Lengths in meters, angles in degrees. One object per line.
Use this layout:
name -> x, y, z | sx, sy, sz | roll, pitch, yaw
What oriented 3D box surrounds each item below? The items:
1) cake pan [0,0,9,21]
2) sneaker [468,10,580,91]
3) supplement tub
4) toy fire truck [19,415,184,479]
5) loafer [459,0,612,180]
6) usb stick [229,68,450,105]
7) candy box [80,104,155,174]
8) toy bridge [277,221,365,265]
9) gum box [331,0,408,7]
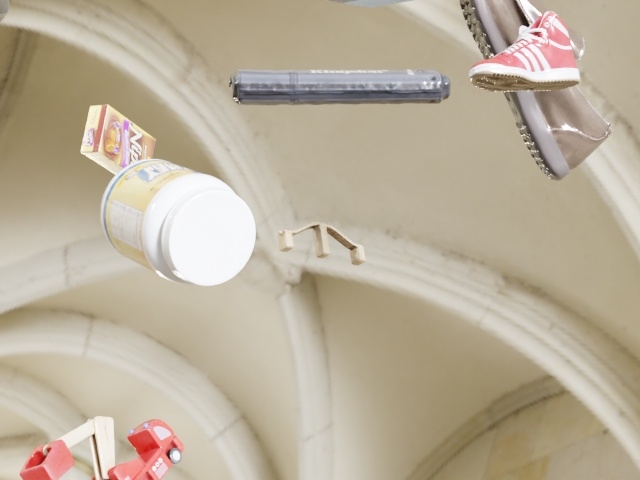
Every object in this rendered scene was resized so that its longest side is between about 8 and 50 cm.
cake pan -> -0.692, -0.512, 1.908 | 0.054, 0.293, 0.293 | -34, -64, 11
sneaker -> 0.177, -0.169, 0.903 | 0.118, 0.067, 0.042 | -4, -7, -31
supplement tub -> -0.187, -0.023, 1.333 | 0.199, 0.144, 0.144 | 20, -31, 53
toy fire truck -> -0.252, 0.258, 1.210 | 0.047, 0.192, 0.135 | -24, -75, 34
loafer -> 0.304, -0.271, 1.450 | 0.130, 0.134, 0.366 | -26, -79, 6
usb stick -> 0.023, -0.194, 1.292 | 0.277, 0.077, 0.045 | -1, -79, -5
candy box -> -0.433, -0.205, 2.197 | 0.053, 0.109, 0.186 | 0, -18, 24
toy bridge -> 0.000, 0.000, 1.833 | 0.188, 0.063, 0.026 | 12, -30, -37
gum box -> 0.066, -0.223, 0.525 | 0.041, 0.185, 0.157 | 0, 4, -38
